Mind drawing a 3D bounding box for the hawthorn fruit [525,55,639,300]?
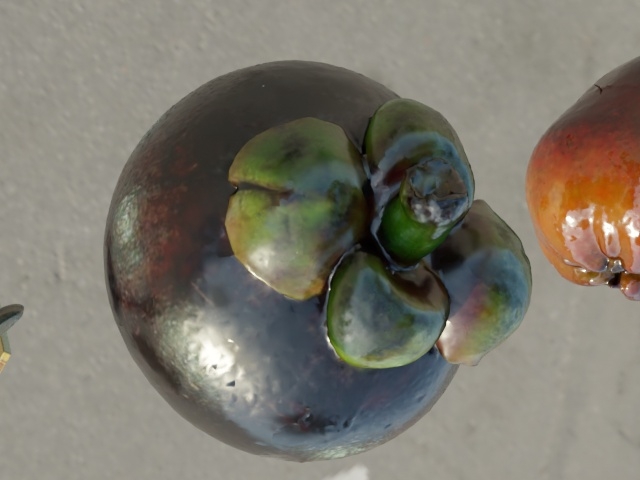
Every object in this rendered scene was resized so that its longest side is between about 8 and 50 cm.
[{"bbox_3d":[0.316,-0.073,1.698,0.224,0.224,0.261,46,60,-51],"label":"hawthorn fruit"}]

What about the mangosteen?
[{"bbox_3d":[-0.008,0.002,1.292,0.300,0.300,0.300,-23,136,-24],"label":"mangosteen"}]

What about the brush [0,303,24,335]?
[{"bbox_3d":[-0.271,0.090,1.249,0.196,0.021,0.070,-37,160,-48],"label":"brush"}]

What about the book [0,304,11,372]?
[{"bbox_3d":[-0.414,0.165,2.097,0.012,0.118,0.172,23,112,-29],"label":"book"}]
